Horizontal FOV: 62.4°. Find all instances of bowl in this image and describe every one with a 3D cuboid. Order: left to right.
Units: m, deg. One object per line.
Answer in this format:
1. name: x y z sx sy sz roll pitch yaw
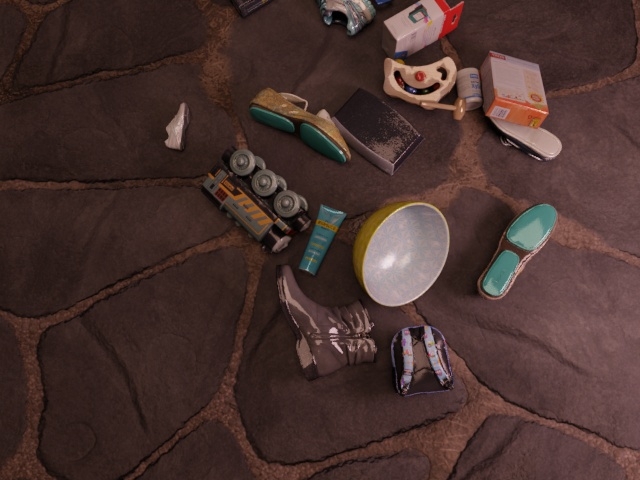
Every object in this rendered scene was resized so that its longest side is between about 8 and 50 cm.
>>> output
1. bowl: 0.190 0.016 1.430 0.289 0.289 0.156 -48 36 -6

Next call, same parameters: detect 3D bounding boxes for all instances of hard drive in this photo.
1. hard drive: 0.165 -0.332 1.569 0.255 0.054 0.172 41 84 10

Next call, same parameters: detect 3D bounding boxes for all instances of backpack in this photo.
1. backpack: 0.261 0.315 1.400 0.159 0.117 0.173 -9 79 2

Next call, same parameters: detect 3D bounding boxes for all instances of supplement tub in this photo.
1. supplement tub: 0.440 -0.447 1.565 0.071 0.071 0.107 -5 79 3

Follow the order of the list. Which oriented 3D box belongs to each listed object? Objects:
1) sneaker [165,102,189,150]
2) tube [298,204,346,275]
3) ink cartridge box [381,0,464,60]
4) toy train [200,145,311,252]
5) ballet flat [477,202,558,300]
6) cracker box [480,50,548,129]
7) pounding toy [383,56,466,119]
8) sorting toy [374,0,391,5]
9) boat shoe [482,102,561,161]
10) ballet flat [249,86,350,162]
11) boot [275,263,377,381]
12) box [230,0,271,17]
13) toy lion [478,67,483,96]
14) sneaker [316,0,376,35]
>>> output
1. sneaker: -0.440 -0.352 1.618 0.061 0.053 0.152 7 80 8
2. tube: 0.000 0.000 1.522 0.080 0.052 0.207 23 75 1
3. ink cartridge box: 0.302 -0.645 1.583 0.231 0.134 0.078 -31 78 -3
4. toy train: -0.184 -0.117 1.518 0.334 0.142 0.190 43 97 9
5. ballet flat: 0.527 0.031 1.445 0.108 0.106 0.316 39 83 17
6. cracker box: 0.542 -0.427 1.491 0.156 0.067 0.232 14 52 -5
7. pounding toy: 0.305 -0.461 1.515 0.270 0.155 0.154 22 105 8
8. sorting toy: 0.126 -0.883 1.689 0.196 0.047 0.347 -40 81 -11
9. boat shoe: 0.572 -0.317 1.526 0.255 0.079 0.095 34 80 7
10. ballet flat: -0.045 -0.354 1.564 0.349 0.123 0.123 28 82 10
11. boot: 0.016 0.199 1.456 0.223 0.118 0.337 -19 89 -3
12. box: -0.237 -0.858 1.702 0.184 0.059 0.232 -32 79 -4
13. toy lion: 0.519 -0.479 1.589 0.100 0.034 0.096 9 72 6
14. sneaker: 0.031 -0.748 1.638 0.283 0.110 0.122 39 87 11
